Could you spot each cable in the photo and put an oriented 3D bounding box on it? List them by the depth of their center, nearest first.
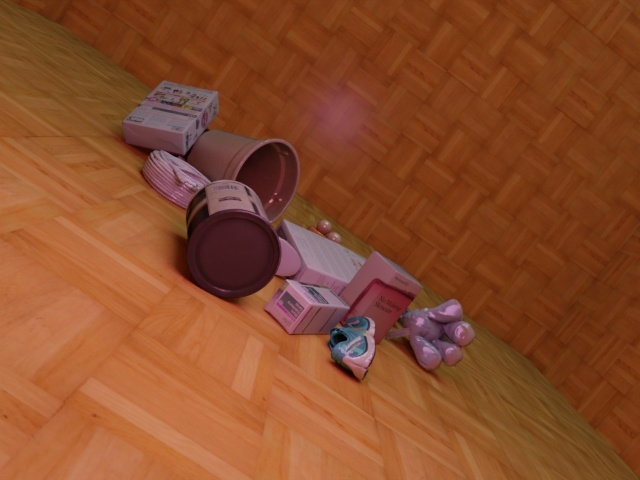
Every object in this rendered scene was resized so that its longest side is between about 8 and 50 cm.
[{"bbox_3d":[-0.428,-0.181,1.721,0.257,0.089,0.257,40,8,26],"label":"cable"}]

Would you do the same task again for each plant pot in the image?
[{"bbox_3d":[-0.297,-0.246,1.959,0.306,0.333,0.334,29,3,31],"label":"plant pot"}]

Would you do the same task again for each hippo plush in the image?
[{"bbox_3d":[0.372,0.336,1.905,0.294,0.234,0.236,-4,-17,7],"label":"hippo plush"}]

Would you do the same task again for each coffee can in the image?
[{"bbox_3d":[-0.212,-0.013,1.292,0.202,0.201,0.275,33,9,-22],"label":"coffee can"}]

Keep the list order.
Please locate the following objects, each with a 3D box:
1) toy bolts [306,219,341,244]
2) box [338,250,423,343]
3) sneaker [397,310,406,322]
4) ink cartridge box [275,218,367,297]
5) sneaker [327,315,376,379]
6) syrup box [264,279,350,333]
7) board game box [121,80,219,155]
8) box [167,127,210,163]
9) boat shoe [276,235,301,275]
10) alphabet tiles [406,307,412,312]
[{"bbox_3d":[-0.026,-0.005,2.112,0.218,0.158,0.228,29,11,-39],"label":"toy bolts"},{"bbox_3d":[0.169,0.175,1.672,0.149,0.232,0.127,29,12,-40],"label":"box"},{"bbox_3d":[0.273,0.267,2.150,0.221,0.083,0.087,-145,-145,-76],"label":"sneaker"},{"bbox_3d":[0.043,0.099,1.853,0.385,0.091,0.308,25,19,-30],"label":"ink cartridge box"},{"bbox_3d":[0.075,0.246,1.391,0.110,0.107,0.275,26,9,-3],"label":"sneaker"},{"bbox_3d":[-0.028,0.171,1.387,0.093,0.096,0.237,41,9,26],"label":"syrup box"},{"bbox_3d":[-0.518,-0.437,1.942,0.224,0.097,0.303,14,45,8],"label":"board game box"},{"bbox_3d":[-0.496,-0.367,2.107,0.203,0.167,0.168,46,6,36],"label":"box"},{"bbox_3d":[-0.193,0.002,1.638,0.301,0.108,0.102,27,12,-11],"label":"boat shoe"},{"bbox_3d":[0.324,0.262,2.298,0.284,0.021,0.278,44,-6,43],"label":"alphabet tiles"}]
